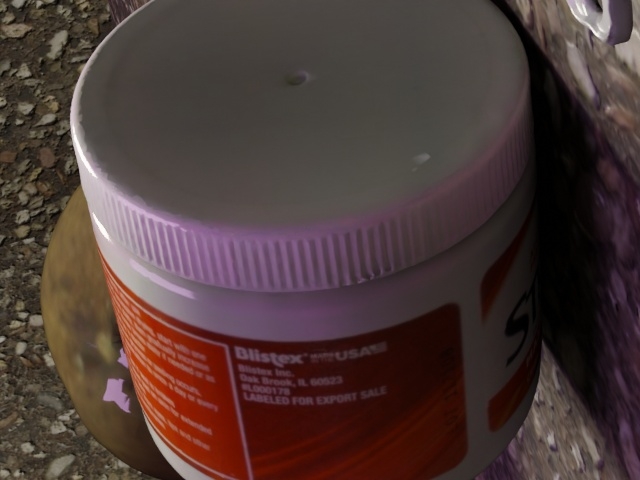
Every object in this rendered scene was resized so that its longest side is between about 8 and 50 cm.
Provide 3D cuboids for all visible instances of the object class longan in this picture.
[{"bbox_3d":[-0.070,0.044,1.417,0.319,0.319,0.318,163,90,-81],"label":"longan"}]

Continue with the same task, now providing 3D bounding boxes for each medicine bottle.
[{"bbox_3d":[0.000,0.000,1.031,0.252,0.253,0.240,-116,12,-46],"label":"medicine bottle"}]

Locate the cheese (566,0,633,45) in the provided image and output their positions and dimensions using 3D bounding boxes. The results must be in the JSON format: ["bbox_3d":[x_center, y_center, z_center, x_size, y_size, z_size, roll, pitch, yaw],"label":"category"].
[{"bbox_3d":[0.089,-0.208,0.698,0.249,0.071,0.163,83,166,-51],"label":"cheese"}]
